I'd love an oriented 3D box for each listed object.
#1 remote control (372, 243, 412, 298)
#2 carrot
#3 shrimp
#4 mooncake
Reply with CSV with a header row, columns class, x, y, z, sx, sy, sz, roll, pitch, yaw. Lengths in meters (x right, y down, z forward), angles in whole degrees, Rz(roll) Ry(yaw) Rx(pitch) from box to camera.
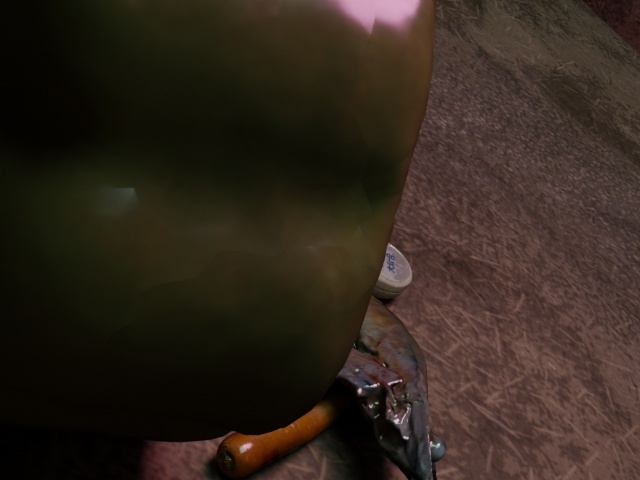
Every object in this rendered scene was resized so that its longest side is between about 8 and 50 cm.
class,x,y,z,sx,sy,sz,roll,pitch,yaw
remote control,0.000,0.000,1.156,0.221,0.042,0.078,26,34,-15
carrot,-0.023,0.165,0.928,0.037,0.037,0.190,49,30,19
shrimp,0.031,0.113,0.984,0.164,0.062,0.317,17,23,-22
mooncake,-0.141,-0.084,0.753,0.262,0.467,0.467,9,41,-34
